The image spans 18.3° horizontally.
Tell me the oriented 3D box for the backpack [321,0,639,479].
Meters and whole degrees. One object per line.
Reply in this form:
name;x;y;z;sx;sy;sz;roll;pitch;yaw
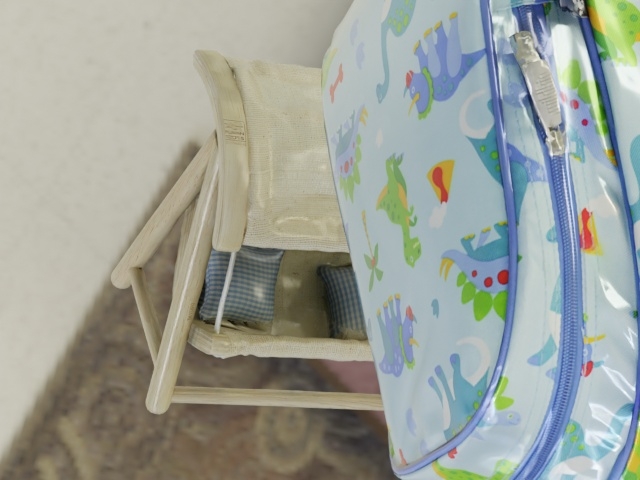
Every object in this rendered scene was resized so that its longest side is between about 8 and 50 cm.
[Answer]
backpack;0.127;-0.035;0.987;0.273;0.290;0.355;-19;83;-27

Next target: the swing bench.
swing bench;0.000;0.000;1.566;0.253;0.165;0.254;4;132;-26
